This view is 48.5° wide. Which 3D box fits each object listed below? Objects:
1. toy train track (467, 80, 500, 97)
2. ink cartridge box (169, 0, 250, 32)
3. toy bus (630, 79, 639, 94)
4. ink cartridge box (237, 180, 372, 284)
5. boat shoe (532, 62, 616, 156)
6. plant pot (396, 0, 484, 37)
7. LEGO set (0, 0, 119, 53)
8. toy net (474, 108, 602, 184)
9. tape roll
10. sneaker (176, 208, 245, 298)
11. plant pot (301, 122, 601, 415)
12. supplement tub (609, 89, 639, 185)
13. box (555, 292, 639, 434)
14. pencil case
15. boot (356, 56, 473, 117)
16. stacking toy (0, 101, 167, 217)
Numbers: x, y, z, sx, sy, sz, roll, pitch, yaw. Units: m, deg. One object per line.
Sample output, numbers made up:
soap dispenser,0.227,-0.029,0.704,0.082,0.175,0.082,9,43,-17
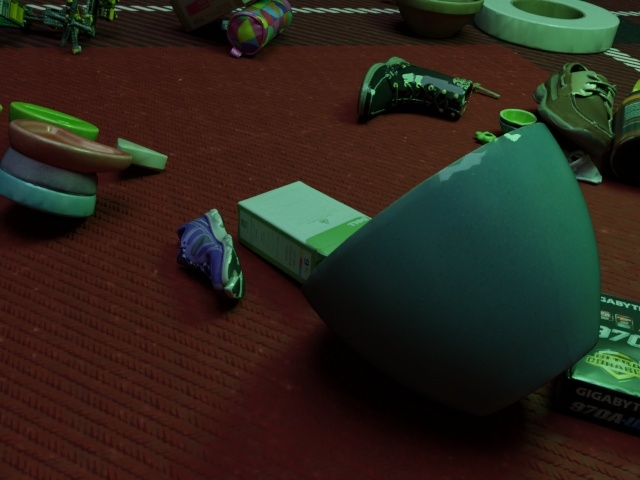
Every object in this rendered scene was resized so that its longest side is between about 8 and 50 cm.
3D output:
toy train track,0.343,-0.319,1.514,0.083,0.014,0.048,31,32,24
ink cartridge box,-0.201,-0.577,1.627,0.235,0.088,0.193,-4,31,47
toy bus,0.691,-0.245,1.376,0.202,0.104,0.191,-4,34,-16
ink cartridge box,0.000,0.000,0.889,0.109,0.062,0.209,-23,38,-37
boat shoe,0.473,-0.255,1.295,0.123,0.116,0.324,33,26,-14
plant pot,0.299,-0.600,1.855,0.237,0.109,0.237,5,33,-3
LEGO set,-0.599,-0.547,1.466,0.331,0.255,0.192,17,5,-4
toy net,0.389,-0.165,1.249,0.122,0.045,0.232,-17,40,-34
tape roll,0.622,-0.614,1.974,0.392,0.072,0.392,4,32,-3
sneaker,-0.136,0.024,0.858,0.071,0.068,0.170,-20,30,-11
plant pot,0.156,0.052,0.696,0.290,0.290,0.195,-24,75,-39
supplement tub,0.564,-0.190,1.241,0.106,0.106,0.198,15,43,12
box,0.371,0.140,0.762,0.220,0.051,0.175,15,33,13
pencil case,-0.139,-0.495,1.621,0.104,0.104,0.236,13,32,10
boot,0.183,-0.281,1.359,0.179,0.085,0.236,20,34,16
stacking toy,-0.401,-0.107,1.005,0.309,0.130,0.279,23,10,20
